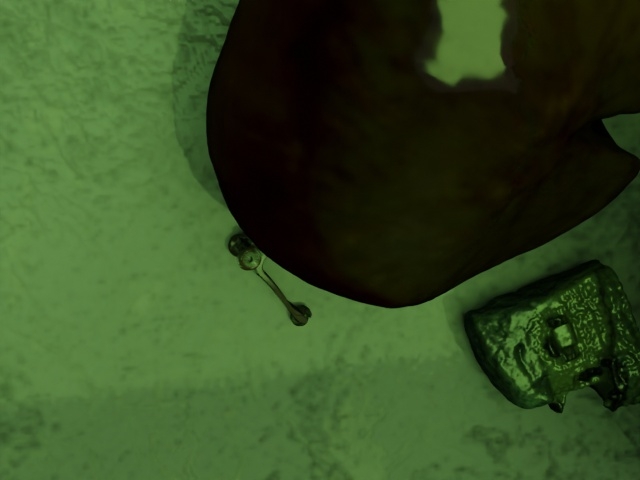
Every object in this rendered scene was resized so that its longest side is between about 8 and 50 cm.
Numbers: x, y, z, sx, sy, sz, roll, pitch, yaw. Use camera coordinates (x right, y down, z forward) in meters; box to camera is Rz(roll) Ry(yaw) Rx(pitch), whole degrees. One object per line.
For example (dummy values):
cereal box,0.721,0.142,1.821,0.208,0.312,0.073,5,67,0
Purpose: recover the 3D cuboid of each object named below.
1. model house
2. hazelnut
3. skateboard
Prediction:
model house,0.131,0.062,0.803,0.083,0.066,0.079,-22,101,-6
hazelnut,0.052,-0.092,0.694,0.217,0.217,0.251,40,95,-14
skateboard,0.000,0.000,0.789,0.083,0.032,0.064,-40,114,-1
